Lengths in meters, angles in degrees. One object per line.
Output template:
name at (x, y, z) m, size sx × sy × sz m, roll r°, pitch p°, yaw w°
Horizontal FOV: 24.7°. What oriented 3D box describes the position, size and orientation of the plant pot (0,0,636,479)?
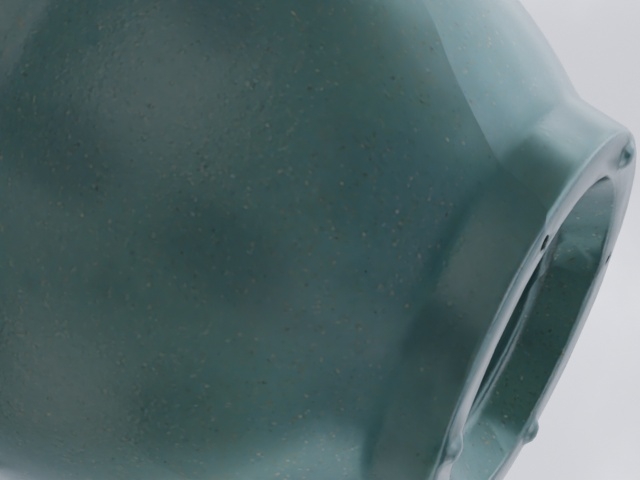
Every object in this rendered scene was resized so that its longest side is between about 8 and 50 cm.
plant pot at (0.000, 0.000, 0.568) m, size 0.196 × 0.293 × 0.293 m, roll 25°, pitch -75°, yaw 19°
